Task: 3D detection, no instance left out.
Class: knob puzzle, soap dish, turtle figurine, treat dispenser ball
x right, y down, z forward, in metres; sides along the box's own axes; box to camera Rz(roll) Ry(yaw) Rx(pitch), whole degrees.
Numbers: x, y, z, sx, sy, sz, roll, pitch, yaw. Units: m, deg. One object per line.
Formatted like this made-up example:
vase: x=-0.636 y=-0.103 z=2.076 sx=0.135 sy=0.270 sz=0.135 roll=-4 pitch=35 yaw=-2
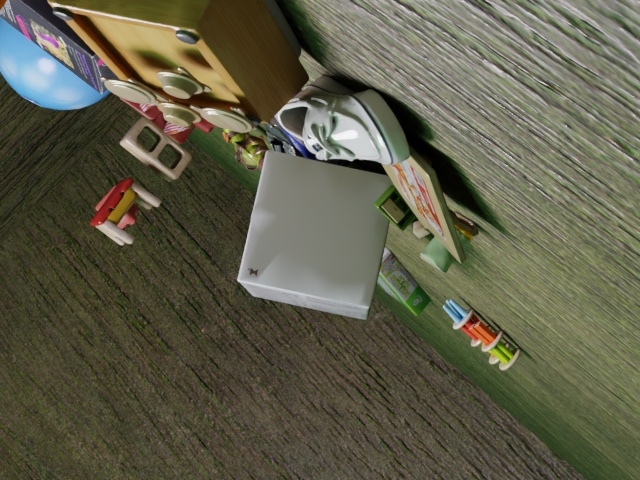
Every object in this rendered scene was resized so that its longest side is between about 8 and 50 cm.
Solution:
knob puzzle: x=0.114 y=-0.085 z=1.438 sx=0.213 sy=0.030 sz=0.213 roll=56 pitch=175 yaw=8
soap dish: x=-0.162 y=-0.244 z=1.334 sx=0.228 sy=0.118 sz=0.291 roll=14 pitch=166 yaw=20
turtle figurine: x=-0.138 y=-0.189 z=2.384 sx=0.217 sy=0.087 sz=0.269 roll=38 pitch=174 yaw=47
treat dispenser ball: x=-0.542 y=-0.419 z=2.459 sx=0.288 sy=0.288 sz=0.288 roll=42 pitch=176 yaw=4

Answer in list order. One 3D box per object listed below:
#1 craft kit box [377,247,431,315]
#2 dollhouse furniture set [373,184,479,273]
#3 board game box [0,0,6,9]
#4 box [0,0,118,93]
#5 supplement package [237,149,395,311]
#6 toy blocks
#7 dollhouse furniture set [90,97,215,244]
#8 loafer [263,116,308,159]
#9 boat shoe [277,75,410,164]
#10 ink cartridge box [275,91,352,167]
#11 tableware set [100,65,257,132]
craft kit box: x=0.110 y=0.038 z=2.630 sx=0.246 sy=0.061 sz=0.250 roll=43 pitch=177 yaw=39
dollhouse furniture set: x=0.137 y=-0.025 z=1.552 sx=0.058 sy=0.076 sz=0.151 roll=44 pitch=176 yaw=-33
board game box: x=-0.683 y=-0.481 z=1.798 sx=0.356 sy=0.357 sz=0.356 roll=-9 pitch=137 yaw=42
box: x=-0.442 y=-0.420 z=2.078 sx=0.270 sy=0.165 sz=0.143 roll=37 pitch=161 yaw=9
supplement package: x=0.000 y=0.000 z=1.793 sx=0.198 sy=0.199 sz=0.263 roll=12 pitch=173 yaw=3
toy blocks: x=0.297 y=0.170 z=2.191 sx=0.148 sy=0.054 sz=0.123 roll=44 pitch=177 yaw=-8
dollhouse furniture set: x=-0.333 y=-0.179 z=2.183 sx=0.152 sy=0.374 sz=0.201 roll=39 pitch=162 yaw=-17
loafer: x=-0.033 y=-0.128 z=2.033 sx=0.096 sy=0.084 sz=0.267 roll=39 pitch=175 yaw=41
boat shoe: x=0.022 y=-0.128 z=1.381 sx=0.095 sy=0.084 sz=0.258 roll=64 pitch=168 yaw=-20
ink cartridge box: x=-0.018 y=-0.167 z=1.768 sx=0.097 sy=0.046 sz=0.207 roll=43 pitch=177 yaw=20
tableware set: x=-0.164 y=-0.162 z=1.365 sx=0.168 sy=0.020 sz=0.141 roll=6 pitch=164 yaw=39
